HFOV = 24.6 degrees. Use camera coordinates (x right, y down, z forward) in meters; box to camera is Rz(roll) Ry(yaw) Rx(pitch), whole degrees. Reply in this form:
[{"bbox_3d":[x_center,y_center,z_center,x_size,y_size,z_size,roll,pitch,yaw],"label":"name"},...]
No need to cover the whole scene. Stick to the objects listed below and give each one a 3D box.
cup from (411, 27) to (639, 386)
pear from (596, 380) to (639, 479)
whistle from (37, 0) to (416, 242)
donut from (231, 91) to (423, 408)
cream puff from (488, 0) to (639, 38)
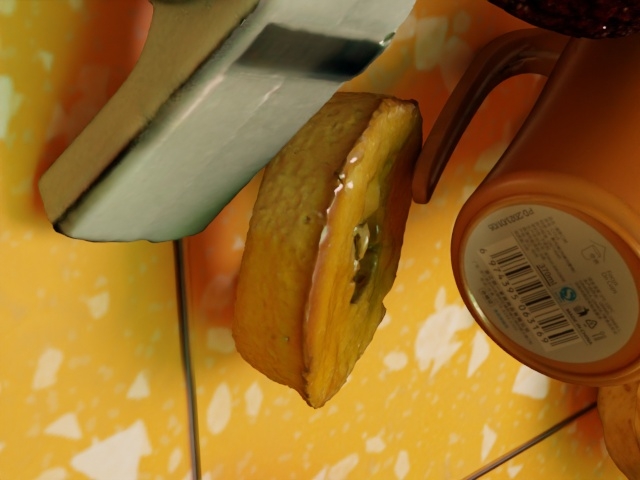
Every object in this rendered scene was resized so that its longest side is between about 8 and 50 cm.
[{"bbox_3d":[0.169,-0.049,0.846,0.264,0.226,0.182,-44,143,-43],"label":"cup"},{"bbox_3d":[0.344,0.112,1.110,0.271,0.271,0.271,-21,122,-38],"label":"pear"},{"bbox_3d":[-0.044,-0.138,0.699,0.163,0.163,0.290,2,145,-46],"label":"whistle"},{"bbox_3d":[0.000,0.000,0.809,0.162,0.066,0.178,1,105,-74],"label":"donut"},{"bbox_3d":[0.144,-0.228,0.756,0.239,0.165,0.239,19,54,-27],"label":"cream puff"}]
